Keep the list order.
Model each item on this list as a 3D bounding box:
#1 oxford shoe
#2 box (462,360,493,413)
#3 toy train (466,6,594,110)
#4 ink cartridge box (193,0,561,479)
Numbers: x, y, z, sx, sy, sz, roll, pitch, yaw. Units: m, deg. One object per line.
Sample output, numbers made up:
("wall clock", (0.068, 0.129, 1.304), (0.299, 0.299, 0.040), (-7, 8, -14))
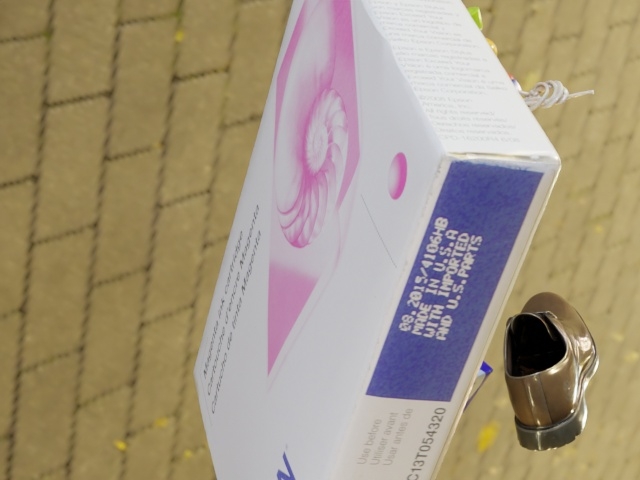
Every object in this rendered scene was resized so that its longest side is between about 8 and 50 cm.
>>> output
("oxford shoe", (0.213, 0.096, 1.555), (0.227, 0.082, 0.096), (-77, 151, -65))
("box", (0.066, 0.115, 1.525), (0.137, 0.126, 0.072), (-11, 139, -53))
("toy train", (0.197, -0.221, 2.015), (0.105, 0.248, 0.143), (-52, 126, -57))
("ink cartridge box", (0.000, 0.000, 0.904), (0.071, 0.330, 0.324), (4, 124, -20))
